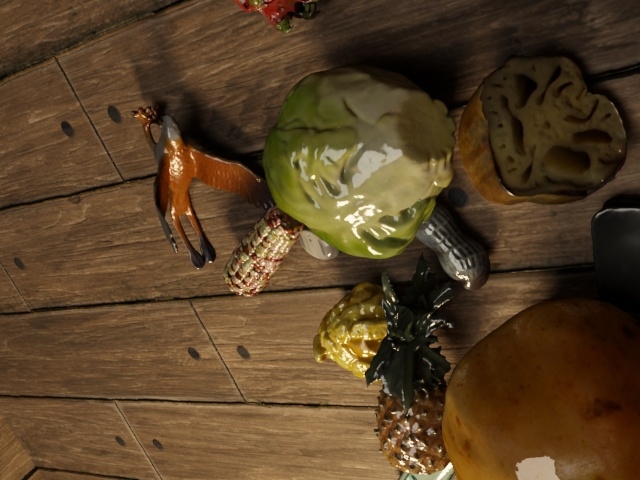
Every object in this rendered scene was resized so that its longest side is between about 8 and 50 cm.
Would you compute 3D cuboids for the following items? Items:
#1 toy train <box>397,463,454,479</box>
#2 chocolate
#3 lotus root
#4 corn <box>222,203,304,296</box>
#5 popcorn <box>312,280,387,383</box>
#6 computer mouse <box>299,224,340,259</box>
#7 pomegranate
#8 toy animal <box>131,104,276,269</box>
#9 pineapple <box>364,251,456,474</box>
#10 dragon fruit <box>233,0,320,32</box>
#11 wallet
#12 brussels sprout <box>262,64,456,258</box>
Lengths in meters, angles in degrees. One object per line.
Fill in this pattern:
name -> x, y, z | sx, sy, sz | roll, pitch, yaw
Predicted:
toy train -> 0.215, 0.412, 1.810 | 0.086, 0.088, 0.407 | 43, 141, 20
chocolate -> 0.204, 0.005, 1.521 | 0.167, 0.072, 0.072 | 48, 139, 2
lotus root -> 0.285, -0.132, 1.303 | 0.180, 0.199, 0.188 | 125, 141, -77
corn -> -0.100, 0.019, 1.762 | 0.092, 0.092, 0.280 | 45, 143, 2
popcorn -> 0.071, 0.160, 1.712 | 0.163, 0.140, 0.194 | 12, 140, 22
computer mouse -> 0.002, -0.001, 1.709 | 0.096, 0.039, 0.066 | 17, 133, 54
pomegranate -> 0.355, 0.261, 1.406 | 0.410, 0.410, 0.410 | 22, 134, 25
toy animal -> -0.249, -0.112, 1.803 | 0.302, 0.225, 0.284 | 62, 159, 2
pineapple -> 0.149, 0.209, 1.588 | 0.165, 0.165, 0.364 | 11, 124, 34
dragon fruit -> -0.062, -0.396, 1.379 | 0.166, 0.160, 0.172 | -6, 142, 2
wallet -> 0.550, 0.039, 1.276 | 0.377, 0.051, 0.197 | 8, 129, 33
brussels sprout -> 0.051, -0.120, 1.414 | 0.274, 0.242, 0.316 | 41, 145, 13
